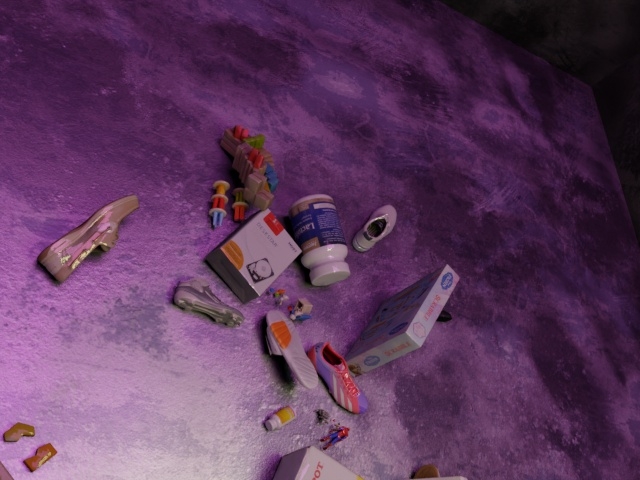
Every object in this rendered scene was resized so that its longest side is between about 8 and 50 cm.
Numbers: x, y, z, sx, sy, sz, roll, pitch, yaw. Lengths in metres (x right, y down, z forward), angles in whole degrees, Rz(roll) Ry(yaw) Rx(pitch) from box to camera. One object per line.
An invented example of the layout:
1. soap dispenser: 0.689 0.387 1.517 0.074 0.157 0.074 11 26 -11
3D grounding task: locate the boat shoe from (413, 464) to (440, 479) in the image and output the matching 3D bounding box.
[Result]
1. boat shoe: 0.315 0.787 1.816 0.096 0.098 0.277 38 47 -39

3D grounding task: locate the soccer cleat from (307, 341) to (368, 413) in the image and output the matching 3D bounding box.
1. soccer cleat: 0.060 0.400 1.852 0.248 0.095 0.083 51 47 1

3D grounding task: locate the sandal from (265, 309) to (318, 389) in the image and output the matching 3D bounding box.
1. sandal: -0.100 0.314 1.792 0.102 0.076 0.265 11 42 -49

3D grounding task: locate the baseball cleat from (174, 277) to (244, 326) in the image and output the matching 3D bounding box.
1. baseball cleat: -0.298 0.162 1.755 0.206 0.072 0.109 26 45 -26

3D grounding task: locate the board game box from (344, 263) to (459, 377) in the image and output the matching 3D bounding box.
1. board game box: 0.241 0.244 1.924 0.066 0.319 0.318 46 48 -5

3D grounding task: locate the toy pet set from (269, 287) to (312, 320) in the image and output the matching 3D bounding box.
1. toy pet set: -0.089 0.202 1.891 0.114 0.065 0.122 10 20 -39

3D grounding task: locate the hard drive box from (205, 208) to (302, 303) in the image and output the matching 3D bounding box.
1. hard drive box: -0.193 0.040 1.875 0.181 0.089 0.232 51 46 -10

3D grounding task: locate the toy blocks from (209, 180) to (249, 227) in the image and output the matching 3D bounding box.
1. toy blocks: -0.276 -0.096 1.933 0.123 0.054 0.148 19 56 -28

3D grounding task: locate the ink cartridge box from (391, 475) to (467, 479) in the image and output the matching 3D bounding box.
1. ink cartridge box: 0.297 0.750 1.755 0.056 0.225 0.180 42 42 -43

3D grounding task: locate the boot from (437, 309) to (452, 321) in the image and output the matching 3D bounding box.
1. boot: 0.405 0.230 2.237 0.121 0.045 0.099 12 54 -29

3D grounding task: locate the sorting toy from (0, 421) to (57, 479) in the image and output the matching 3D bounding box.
1. sorting toy: -0.710 0.474 1.293 0.229 0.041 0.307 51 47 1

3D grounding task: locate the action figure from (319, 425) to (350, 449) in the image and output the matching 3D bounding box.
1. action figure: 0.045 0.552 1.797 0.115 0.030 0.038 -14 78 -45

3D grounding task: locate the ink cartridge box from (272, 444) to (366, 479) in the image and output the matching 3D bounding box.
1. ink cartridge box: 0.036 0.737 1.591 0.385 0.160 0.279 38 49 -12

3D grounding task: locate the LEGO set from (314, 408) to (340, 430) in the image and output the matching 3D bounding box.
1. LEGO set: 0.022 0.500 1.801 0.083 0.023 0.054 24 28 -11

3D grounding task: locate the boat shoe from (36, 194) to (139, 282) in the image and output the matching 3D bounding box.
1. boat shoe: -0.573 -0.009 1.639 0.098 0.109 0.302 51 53 -7

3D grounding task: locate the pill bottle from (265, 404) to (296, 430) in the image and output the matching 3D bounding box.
1. pill bottle: -0.108 0.481 1.719 0.083 0.043 0.043 -21 77 -42

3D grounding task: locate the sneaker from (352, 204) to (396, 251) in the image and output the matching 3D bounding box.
1. sneaker: 0.211 -0.052 2.229 0.094 0.091 0.258 45 47 -5

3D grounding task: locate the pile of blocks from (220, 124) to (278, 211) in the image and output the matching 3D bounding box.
1. pile of blocks: -0.193 -0.251 1.970 0.149 0.112 0.362 -2 46 -27

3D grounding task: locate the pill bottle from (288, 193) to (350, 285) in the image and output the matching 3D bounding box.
1. pill bottle: 0.000 0.000 2.006 0.153 0.153 0.264 0 64 -36
